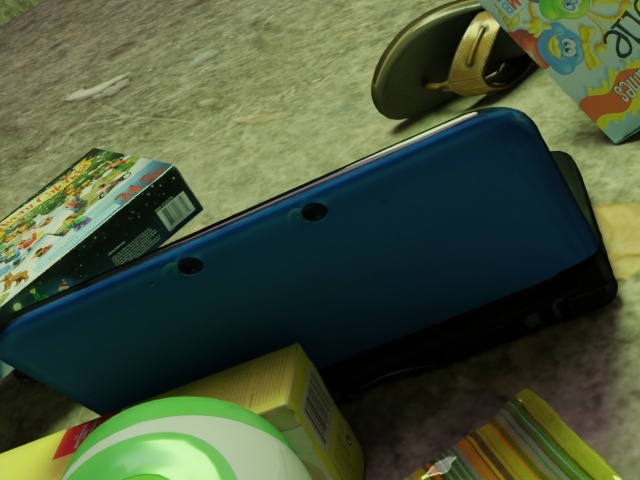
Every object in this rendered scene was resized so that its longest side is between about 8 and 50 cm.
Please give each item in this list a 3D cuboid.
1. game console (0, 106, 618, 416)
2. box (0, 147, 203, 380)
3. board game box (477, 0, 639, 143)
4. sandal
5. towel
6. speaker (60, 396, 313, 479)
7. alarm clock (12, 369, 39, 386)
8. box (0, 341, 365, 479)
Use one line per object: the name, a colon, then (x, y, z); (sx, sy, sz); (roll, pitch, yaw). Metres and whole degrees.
game console: (0.000, 0.000, 0.700); (0.293, 0.173, 0.250); (-22, 25, 14)
box: (-0.216, 0.023, 0.897); (0.233, 0.044, 0.159); (-42, 27, -20)
board game box: (0.249, -0.221, 0.844); (0.144, 0.142, 0.275); (-38, 11, 48)
sandal: (0.144, -0.151, 0.974); (0.219, 0.090, 0.060); (-19, 47, 7)
towel: (0.024, 0.156, 0.554); (0.237, 0.021, 0.102); (-33, 23, -7)
speaker: (-0.043, 0.184, 0.424); (0.131, 0.131, 0.296); (-27, 29, 6)
alarm clock: (-0.208, 0.045, 0.982); (0.129, 0.064, 0.192); (-33, 21, -7)
box: (-0.098, 0.136, 0.648); (0.232, 0.087, 0.058); (-22, 25, 18)
